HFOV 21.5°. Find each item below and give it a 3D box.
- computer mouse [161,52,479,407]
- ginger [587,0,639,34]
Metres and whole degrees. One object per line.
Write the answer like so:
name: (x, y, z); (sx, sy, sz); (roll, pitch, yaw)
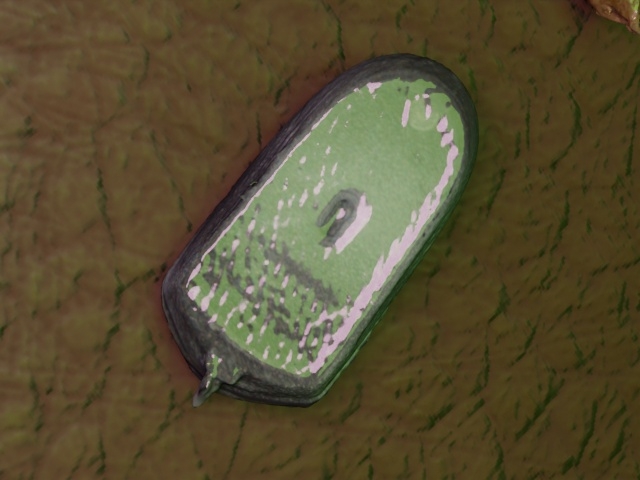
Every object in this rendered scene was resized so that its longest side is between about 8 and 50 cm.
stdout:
computer mouse: (0.001, -0.001, 0.933); (0.113, 0.068, 0.229); (39, 89, -3)
ginger: (0.145, -0.233, 0.988); (0.133, 0.059, 0.214); (6, 90, -16)
